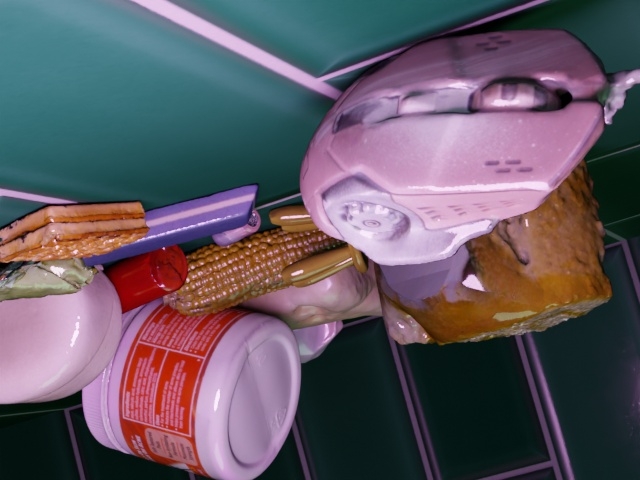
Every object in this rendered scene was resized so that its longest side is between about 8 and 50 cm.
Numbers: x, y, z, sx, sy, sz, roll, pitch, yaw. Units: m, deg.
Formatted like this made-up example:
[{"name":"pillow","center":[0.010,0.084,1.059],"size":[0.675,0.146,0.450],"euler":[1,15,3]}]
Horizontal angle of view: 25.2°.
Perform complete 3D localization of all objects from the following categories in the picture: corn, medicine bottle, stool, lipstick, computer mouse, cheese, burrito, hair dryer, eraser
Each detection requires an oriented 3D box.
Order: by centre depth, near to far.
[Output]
[{"name":"computer mouse","center":[0.117,-0.097,1.261],"size":[0.389,0.200,0.115],"euler":[-15,148,39]},{"name":"eraser","center":[-0.179,-0.017,1.724],"size":[0.225,0.036,0.082],"euler":[-15,172,-6]},{"name":"burrito","center":[-0.402,0.052,1.743],"size":[0.288,0.054,0.104],"euler":[-10,168,-25]},{"name":"hair dryer","center":[-0.137,-0.020,1.811],"size":[0.114,0.037,0.063],"euler":[3,160,-43]},{"name":"stool","center":[0.000,0.000,1.924],"size":[0.110,0.134,0.135],"euler":[-15,127,7]},{"name":"lipstick","center":[-0.282,0.068,1.993],"size":[0.073,0.073,0.279],"euler":[-8,169,-40]},{"name":"corn","center":[-0.074,0.032,2.045],"size":[0.319,0.097,0.097],"euler":[-16,172,-5]},{"name":"medicine bottle","center":[-0.185,0.213,2.121],"size":[0.240,0.253,0.252],"euler":[12,-175,27]},{"name":"cheese","center":[-0.046,0.083,2.334],"size":[0.328,0.130,0.351],"euler":[-14,173,24]}]

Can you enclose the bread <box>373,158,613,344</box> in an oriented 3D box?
[{"name":"bread","center":[0.210,0.032,2.109],"size":[0.264,0.239,0.395],"euler":[-4,168,-34]}]

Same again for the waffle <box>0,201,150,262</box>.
[{"name":"waffle","center":[-0.274,-0.009,1.588],"size":[0.102,0.042,0.148],"euler":[-20,170,38]}]

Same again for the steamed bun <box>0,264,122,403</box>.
[{"name":"steamed bun","center":[-0.386,0.133,1.907],"size":[0.241,0.164,0.146],"euler":[-17,170,19]}]

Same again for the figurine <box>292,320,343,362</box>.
[{"name":"figurine","center":[-0.102,0.134,2.458],"size":[0.276,0.200,0.133],"euler":[11,149,-9]}]
